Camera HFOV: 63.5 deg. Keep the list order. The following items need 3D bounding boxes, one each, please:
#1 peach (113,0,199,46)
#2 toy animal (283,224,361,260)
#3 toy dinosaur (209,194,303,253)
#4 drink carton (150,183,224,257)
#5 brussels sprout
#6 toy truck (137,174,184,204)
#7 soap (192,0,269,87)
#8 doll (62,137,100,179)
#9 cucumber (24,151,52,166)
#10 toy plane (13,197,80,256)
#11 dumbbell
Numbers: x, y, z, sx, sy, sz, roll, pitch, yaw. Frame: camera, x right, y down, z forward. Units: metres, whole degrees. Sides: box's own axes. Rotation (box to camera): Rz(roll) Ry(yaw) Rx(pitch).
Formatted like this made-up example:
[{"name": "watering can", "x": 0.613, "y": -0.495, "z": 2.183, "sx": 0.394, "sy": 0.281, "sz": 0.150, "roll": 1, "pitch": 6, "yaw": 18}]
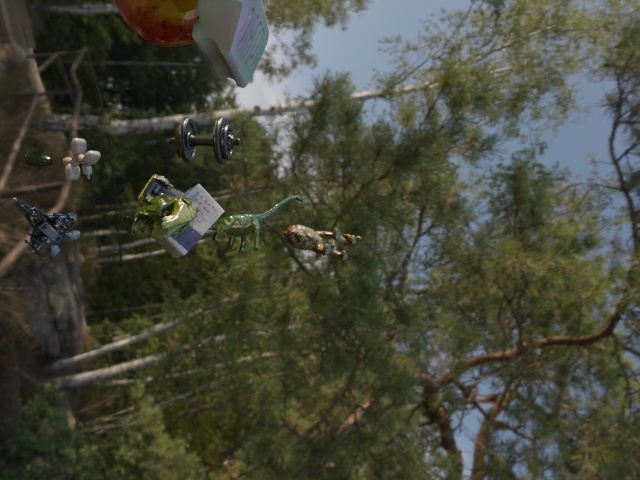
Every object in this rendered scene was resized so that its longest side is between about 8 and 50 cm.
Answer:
[{"name": "peach", "x": -0.502, "y": -0.810, "z": 1.667, "sx": 0.370, "sy": 0.370, "sz": 0.370, "roll": 41, "pitch": -41, "yaw": 49}, {"name": "toy animal", "x": 0.000, "y": 0.000, "z": 1.667, "sx": 0.158, "sy": 0.312, "sz": 0.097, "roll": 14, "pitch": -89, "yaw": 26}, {"name": "toy dinosaur", "x": -0.284, "y": -0.102, "z": 1.906, "sx": 0.087, "sy": 0.447, "sz": 0.300, "roll": 136, "pitch": -35, "yaw": -58}, {"name": "drink carton", "x": -0.448, "y": -0.067, "z": 1.733, "sx": 0.134, "sy": 0.222, "sz": 0.102, "roll": 48, "pitch": -31, "yaw": -18}, {"name": "brussels sprout", "x": -0.368, "y": -0.056, "z": 1.210, "sx": 0.139, "sy": 0.181, "sz": 0.100, "roll": -16, "pitch": -69, "yaw": 38}, {"name": "toy truck", "x": -0.596, "y": -0.138, "z": 2.085, "sx": 0.272, "sy": 0.124, "sz": 0.157, "roll": 36, "pitch": -26, "yaw": -25}, {"name": "soap", "x": -0.244, "y": -0.591, "z": 1.449, "sx": 0.347, "sy": 0.115, "sz": 0.208, "roll": 78, "pitch": 36, "yaw": -87}, {"name": "doll", "x": -0.917, "y": -0.299, "z": 1.963, "sx": 0.161, "sy": 0.059, "sz": 0.160, "roll": 36, "pitch": -71, "yaw": 19}, {"name": "cucumber", "x": -0.992, "y": -0.286, "z": 1.829, "sx": 0.048, "sy": 0.105, "sz": 0.048, "roll": 8, "pitch": 90, "yaw": -77}, {"name": "toy plane", "x": -0.826, "y": -0.050, "z": 1.539, "sx": 0.078, "sy": 0.169, "sz": 0.246, "roll": 40, "pitch": -18, "yaw": 21}, {"name": "dumbbell", "x": -0.469, "y": -0.406, "z": 2.102, "sx": 0.192, "sy": 0.290, "sz": 0.192, "roll": 2, "pitch": 90, "yaw": -86}]
